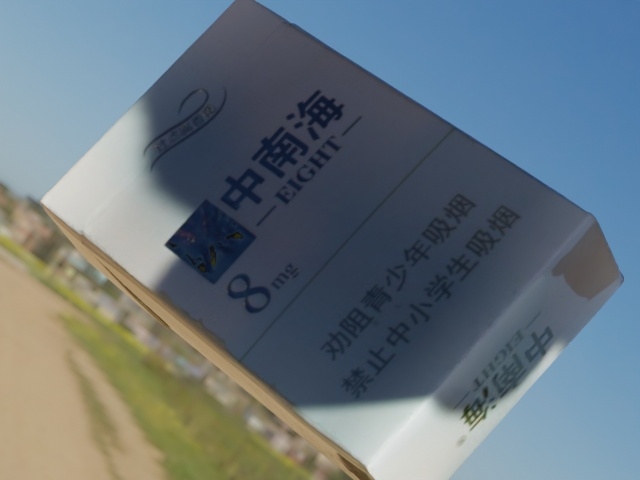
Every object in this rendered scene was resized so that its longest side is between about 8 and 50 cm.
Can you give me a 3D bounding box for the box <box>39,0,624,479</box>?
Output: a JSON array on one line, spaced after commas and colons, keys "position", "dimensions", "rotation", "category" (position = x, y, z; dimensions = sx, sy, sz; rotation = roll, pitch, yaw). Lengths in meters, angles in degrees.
[{"position": [0.000, 0.000, 0.898], "dimensions": [0.243, 0.155, 0.067], "rotation": [37, -12, 36], "category": "box"}]
